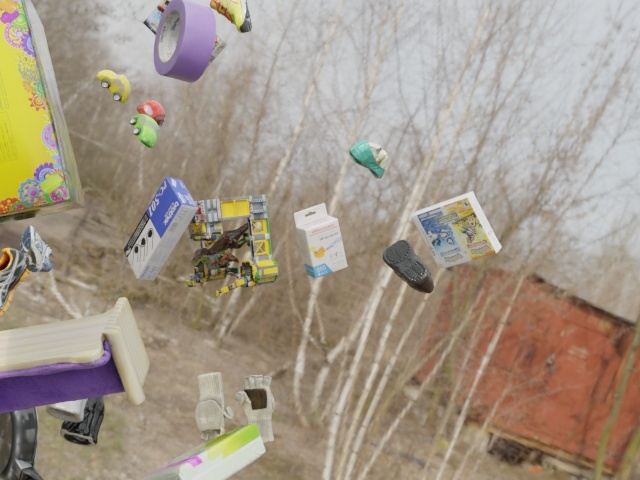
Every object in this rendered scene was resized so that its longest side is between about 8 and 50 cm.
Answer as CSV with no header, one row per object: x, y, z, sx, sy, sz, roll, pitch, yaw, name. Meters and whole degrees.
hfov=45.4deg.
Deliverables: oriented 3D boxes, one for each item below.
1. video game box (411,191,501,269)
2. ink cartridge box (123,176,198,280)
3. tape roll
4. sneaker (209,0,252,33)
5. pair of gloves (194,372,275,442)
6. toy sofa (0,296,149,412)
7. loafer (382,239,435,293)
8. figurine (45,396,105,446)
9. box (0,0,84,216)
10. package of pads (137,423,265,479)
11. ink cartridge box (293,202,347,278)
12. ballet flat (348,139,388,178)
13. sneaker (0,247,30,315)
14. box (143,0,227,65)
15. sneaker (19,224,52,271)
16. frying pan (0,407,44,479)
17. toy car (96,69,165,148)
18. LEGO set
0.389,-0.025,2.207,0.205,0.048,0.187,-21,-73,42,video game box
-0.340,-0.023,1.615,0.046,0.207,0.097,12,32,-44,ink cartridge box
-0.330,-0.482,1.850,0.080,0.188,0.189,9,5,-33,tape roll
-0.235,-0.602,1.975,0.081,0.094,0.208,82,-10,-54,sneaker
-0.254,0.491,2.242,0.240,0.204,0.042,0,-7,10,pair of gloves
-0.480,0.223,1.257,0.363,0.150,0.177,-10,26,3,toy sofa
0.219,0.072,1.903,0.078,0.080,0.220,56,3,-28,loafer
-0.568,0.356,1.854,0.092,0.209,0.214,8,-39,7,figurine
-0.443,-0.171,1.030,0.177,0.289,0.279,-13,3,-12,box
-0.322,0.613,2.059,0.229,0.101,0.297,-30,-7,39,package of pads
0.000,0.000,2.099,0.104,0.181,0.062,-20,19,-23,ink cartridge box
0.170,-0.260,2.438,0.083,0.087,0.247,57,13,21,ballet flat
-0.825,0.113,1.954,0.084,0.214,0.083,9,-28,33,sneaker
-0.351,-0.534,1.980,0.207,0.114,0.036,45,11,12,box
-0.648,0.024,1.752,0.058,0.052,0.135,21,35,-48,sneaker
-0.567,0.426,1.436,0.053,0.197,0.326,9,42,-38,frying pan
-0.454,-0.323,1.950,0.239,0.053,0.225,38,19,-50,toy car
-0.261,0.005,1.757,0.192,0.254,0.331,-8,13,-37,LEGO set
